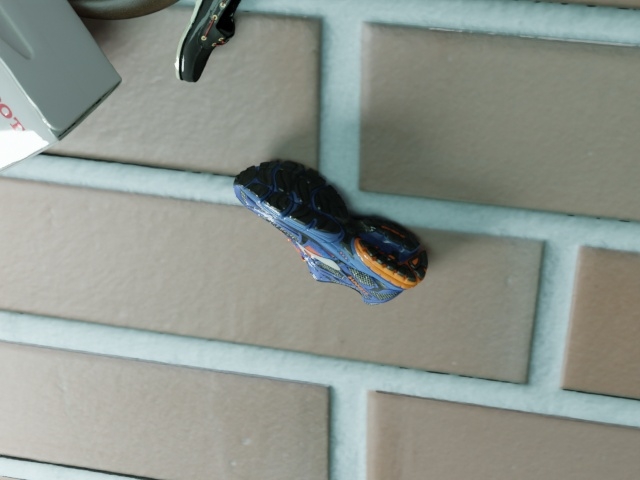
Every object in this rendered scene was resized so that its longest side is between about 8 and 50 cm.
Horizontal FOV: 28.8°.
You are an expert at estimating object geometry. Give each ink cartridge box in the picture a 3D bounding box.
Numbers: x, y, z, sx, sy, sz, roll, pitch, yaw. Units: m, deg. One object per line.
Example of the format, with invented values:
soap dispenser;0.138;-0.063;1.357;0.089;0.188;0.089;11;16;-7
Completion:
ink cartridge box;-0.384;-0.166;1.240;0.306;0.131;0.226;-20;113;35

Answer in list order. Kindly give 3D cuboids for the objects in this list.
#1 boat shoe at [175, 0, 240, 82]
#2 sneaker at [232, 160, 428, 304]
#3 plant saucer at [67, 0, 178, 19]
boat shoe;-0.107;-0.209;1.220;0.042;0.049;0.133;29;119;6
sneaker;0.000;0.000;1.301;0.221;0.083;0.087;34;130;-3
plant saucer;-0.230;-0.348;1.172;0.311;0.050;0.310;6;120;11
